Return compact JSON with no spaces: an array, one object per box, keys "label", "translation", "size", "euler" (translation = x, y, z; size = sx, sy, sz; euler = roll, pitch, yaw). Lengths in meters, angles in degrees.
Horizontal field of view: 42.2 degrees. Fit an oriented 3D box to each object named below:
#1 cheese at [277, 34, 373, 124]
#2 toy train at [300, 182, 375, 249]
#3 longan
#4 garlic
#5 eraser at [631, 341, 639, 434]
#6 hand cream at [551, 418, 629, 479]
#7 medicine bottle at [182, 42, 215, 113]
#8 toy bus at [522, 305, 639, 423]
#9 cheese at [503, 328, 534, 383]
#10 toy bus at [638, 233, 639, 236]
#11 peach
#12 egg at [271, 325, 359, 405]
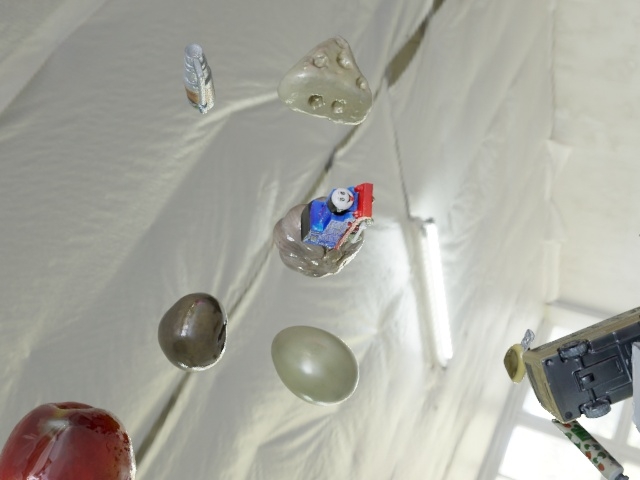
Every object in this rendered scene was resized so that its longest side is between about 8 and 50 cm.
[{"label":"cheese","translation":[0.012,-0.433,2.351],"size":[0.248,0.251,0.173],"euler":[-22,-17,-29]},{"label":"toy train","translation":[0.040,-0.053,1.790],"size":[0.204,0.131,0.082],"euler":[127,151,-63]},{"label":"longan","translation":[-0.285,0.207,1.880],"size":[0.167,0.167,0.187],"euler":[-17,-40,-61]},{"label":"garlic","translation":[0.002,-0.003,1.983],"size":[0.228,0.228,0.152],"euler":[64,-177,-54]},{"label":"eraser","translation":[0.855,0.321,1.763],"size":[0.082,0.397,0.213],"euler":[169,102,-74]},{"label":"hand cream","translation":[0.801,0.615,2.450],"size":[0.095,0.276,0.059],"euler":[-4,-56,-30]},{"label":"medicine bottle","translation":[-0.251,-0.326,1.718],"size":[0.220,0.061,0.092],"euler":[102,153,-74]},{"label":"toy bus","translation":[0.660,0.267,1.885],"size":[0.202,0.365,0.176],"euler":[168,83,-84]},{"label":"cheese","translation":[0.502,0.281,2.067],"size":[0.086,0.036,0.162],"euler":[-103,18,-44]},{"label":"toy bus","translation":[0.706,-0.006,1.679],"size":[0.037,0.131,0.052],"euler":[42,-94,-17]},{"label":"peach","translation":[-0.501,0.490,1.620],"size":[0.281,0.281,0.338],"euler":[21,-108,-65]},{"label":"egg","translation":[-0.017,0.324,2.177],"size":[0.188,0.254,0.188],"euler":[-48,-16,-19]}]
